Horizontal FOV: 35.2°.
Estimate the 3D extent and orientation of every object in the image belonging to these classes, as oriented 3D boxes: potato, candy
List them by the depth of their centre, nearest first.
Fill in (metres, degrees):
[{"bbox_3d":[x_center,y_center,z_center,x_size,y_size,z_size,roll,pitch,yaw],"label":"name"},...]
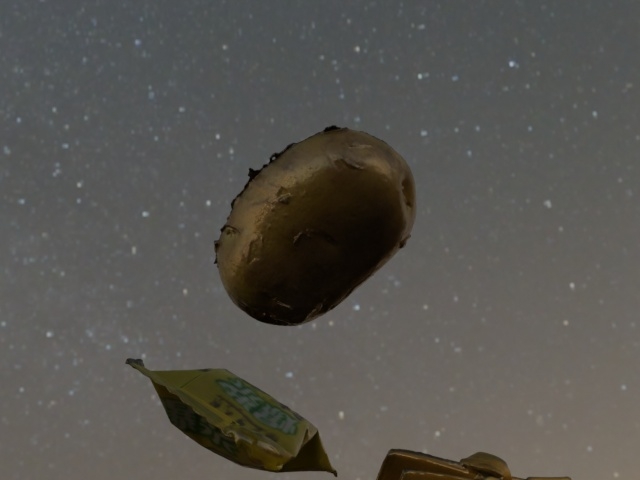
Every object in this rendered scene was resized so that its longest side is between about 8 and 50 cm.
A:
[{"bbox_3d":[0.000,0.000,0.875,0.164,0.081,0.200,30,-69,-34],"label":"potato"},{"bbox_3d":[-0.081,0.190,1.055,0.187,0.081,0.297,27,-7,15],"label":"candy"}]

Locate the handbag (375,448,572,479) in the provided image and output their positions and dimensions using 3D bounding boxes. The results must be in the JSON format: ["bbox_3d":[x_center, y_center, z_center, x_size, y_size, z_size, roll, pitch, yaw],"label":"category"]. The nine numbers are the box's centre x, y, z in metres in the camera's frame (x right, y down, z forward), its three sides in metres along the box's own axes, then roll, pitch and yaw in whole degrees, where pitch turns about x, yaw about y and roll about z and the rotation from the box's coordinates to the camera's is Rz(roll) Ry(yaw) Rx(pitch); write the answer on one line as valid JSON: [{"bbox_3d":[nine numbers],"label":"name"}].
[{"bbox_3d":[0.227,0.397,1.137,0.401,0.283,0.133,15,5,-12],"label":"handbag"}]
